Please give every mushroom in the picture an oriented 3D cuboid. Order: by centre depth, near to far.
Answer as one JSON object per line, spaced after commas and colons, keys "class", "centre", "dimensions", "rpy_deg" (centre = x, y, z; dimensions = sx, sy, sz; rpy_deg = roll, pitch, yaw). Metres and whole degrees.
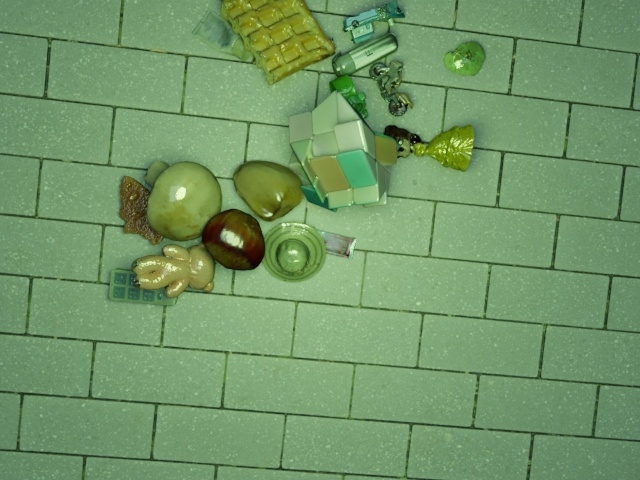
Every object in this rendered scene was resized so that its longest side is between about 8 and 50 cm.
{"class": "mushroom", "centre": [-0.512, -0.152, 1.582], "dimensions": [0.290, 0.292, 0.292], "rpy_deg": [28, 90, 26]}

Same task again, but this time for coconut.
{"class": "coconut", "centre": [0.564, -0.695, 1.707], "dimensions": [0.158, 0.055, 0.133], "rpy_deg": [-35, 92, 0]}

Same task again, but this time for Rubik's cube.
{"class": "Rubik's cube", "centre": [0.069, -0.284, 1.513], "dimensions": [0.358, 0.387, 0.368], "rpy_deg": [-8, 80, 26]}

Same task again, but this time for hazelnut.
{"class": "hazelnut", "centre": [-0.299, -0.004, 1.585], "dimensions": [0.217, 0.251, 0.217], "rpy_deg": [-15, 56, 24]}

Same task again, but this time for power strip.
{"class": "power strip", "centre": [-0.657, 0.175, 1.674], "dimensions": [0.270, 0.046, 0.118], "rpy_deg": [6, 92, -4]}

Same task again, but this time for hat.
{"class": "hat", "centre": [-0.099, 0.060, 1.638], "dimensions": [0.252, 0.110, 0.252], "rpy_deg": [0, 108, -1]}

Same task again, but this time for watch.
{"class": "watch", "centre": [0.088, -0.520, 1.658], "dimensions": [0.131, 0.165, 0.152], "rpy_deg": [-27, 69, -1]}

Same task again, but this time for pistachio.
{"class": "pistachio", "centre": [-0.193, -0.200, 1.638], "dimensions": [0.213, 0.163, 0.260], "rpy_deg": [-41, 80, -22]}

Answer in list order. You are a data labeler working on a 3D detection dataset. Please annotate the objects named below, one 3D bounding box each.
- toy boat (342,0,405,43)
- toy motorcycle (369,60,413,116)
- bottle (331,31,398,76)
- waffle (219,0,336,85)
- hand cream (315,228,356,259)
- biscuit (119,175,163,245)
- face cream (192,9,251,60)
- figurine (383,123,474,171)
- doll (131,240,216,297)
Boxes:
{"class": "toy boat", "centre": [0.203, -0.811, 1.665], "dimensions": [0.238, 0.109, 0.098], "rpy_deg": [-21, 113, 1]}
{"class": "toy motorcycle", "centre": [0.280, -0.582, 1.672], "dimensions": [0.130, 0.094, 0.229], "rpy_deg": [-26, 81, 0]}
{"class": "bottle", "centre": [0.162, -0.699, 1.673], "dimensions": [0.254, 0.079, 0.096], "rpy_deg": [-28, 79, -2]}
{"class": "waffle", "centre": [-0.147, -0.764, 1.619], "dimensions": [0.304, 0.077, 0.348], "rpy_deg": [-34, 93, -21]}
{"class": "hand cream", "centre": [0.000, 0.000, 1.710], "dimensions": [0.275, 0.050, 0.079], "rpy_deg": [14, 116, -9]}
{"class": "biscuit", "centre": [-0.667, -0.111, 1.666], "dimensions": [0.183, 0.043, 0.280], "rpy_deg": [-28, 89, -5]}
{"class": "face cream", "centre": [-0.359, -0.757, 1.658], "dimensions": [0.224, 0.070, 0.114], "rpy_deg": [35, 90, 9]}
{"class": "figurine", "centre": [0.386, -0.346, 1.664], "dimensions": [0.315, 0.187, 0.168], "rpy_deg": [3, 96, 5]}
{"class": "doll", "centre": [-0.529, 0.099, 1.606], "dimensions": [0.303, 0.156, 0.201], "rpy_deg": [-3, 99, -35]}
